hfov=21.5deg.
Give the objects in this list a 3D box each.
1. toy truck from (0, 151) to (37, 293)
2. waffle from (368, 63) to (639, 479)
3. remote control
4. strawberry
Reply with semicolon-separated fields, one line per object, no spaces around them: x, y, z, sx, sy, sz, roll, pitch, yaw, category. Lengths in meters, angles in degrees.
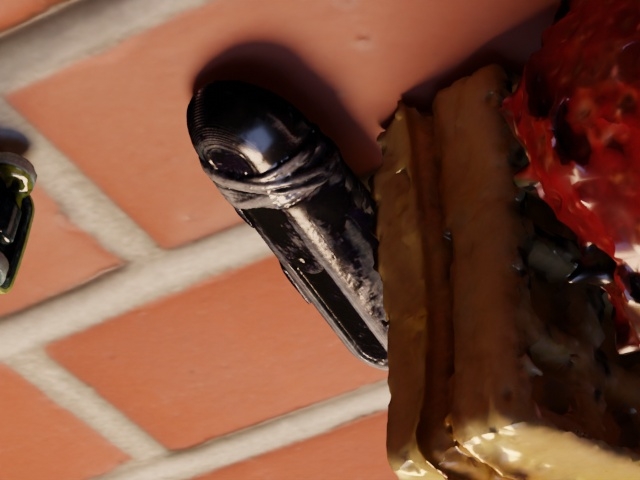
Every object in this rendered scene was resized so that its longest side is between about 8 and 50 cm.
-0.252;-0.043;0.945;0.116;0.085;0.191;-10;139;23;toy truck
0.198;0.082;1.001;0.376;0.261;0.114;26;138;-32;waffle
0.000;0.000;1.027;0.090;0.066;0.266;-9;143;29;remote control
0.254;-0.072;0.830;0.288;0.250;0.238;-28;110;33;strawberry
